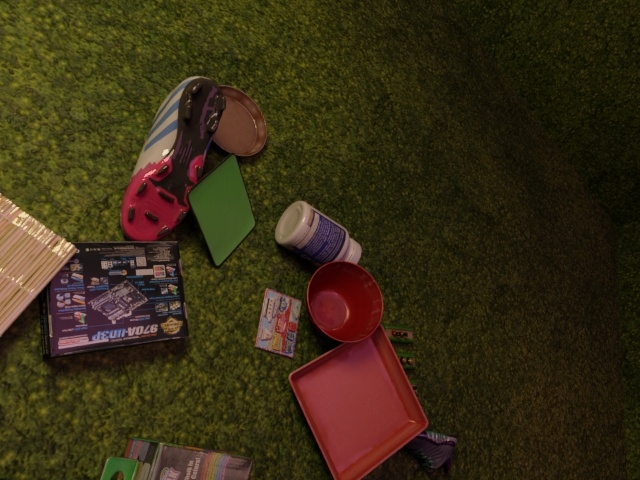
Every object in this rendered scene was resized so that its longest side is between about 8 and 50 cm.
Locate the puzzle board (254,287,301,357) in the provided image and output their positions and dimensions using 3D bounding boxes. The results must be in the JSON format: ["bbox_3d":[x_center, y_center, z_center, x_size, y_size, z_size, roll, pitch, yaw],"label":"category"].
[{"bbox_3d":[-0.087,0.176,0.999,0.096,0.011,0.128,26,59,-33],"label":"puzzle board"}]

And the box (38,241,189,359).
[{"bbox_3d":[-0.338,0.091,0.778,0.220,0.051,0.175,-1,76,-42],"label":"box"}]

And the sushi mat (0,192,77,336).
[{"bbox_3d":[-0.495,0.086,0.623,0.151,0.019,0.316,39,60,-16],"label":"sushi mat"}]

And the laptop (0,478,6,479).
[{"bbox_3d":[-0.353,0.372,0.541,0.137,0.234,0.264,-11,83,-42],"label":"laptop"}]

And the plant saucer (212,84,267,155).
[{"bbox_3d":[-0.196,-0.262,1.042,0.169,0.029,0.168,14,67,-37],"label":"plant saucer"}]

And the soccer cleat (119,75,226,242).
[{"bbox_3d":[-0.282,-0.152,0.883,0.116,0.143,0.331,29,81,-38],"label":"soccer cleat"}]

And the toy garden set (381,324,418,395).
[{"bbox_3d":[0.175,0.328,1.152,0.204,0.049,0.244,14,66,-38],"label":"toy garden set"}]

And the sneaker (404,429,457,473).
[{"bbox_3d":[0.260,0.517,1.142,0.224,0.083,0.098,25,65,-34],"label":"sneaker"}]

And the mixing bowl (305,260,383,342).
[{"bbox_3d":[0.037,0.145,1.045,0.182,0.098,0.181,9,66,-21],"label":"mixing bowl"}]

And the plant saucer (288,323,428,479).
[{"bbox_3d":[0.081,0.351,1.019,0.259,0.048,0.258,-23,86,-29],"label":"plant saucer"}]

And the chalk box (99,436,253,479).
[{"bbox_3d":[-0.236,0.380,0.715,0.213,0.132,0.132,27,60,-31],"label":"chalk box"}]

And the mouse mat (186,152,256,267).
[{"bbox_3d":[-0.189,-0.059,0.924,0.152,0.007,0.189,-53,146,-39],"label":"mouse mat"}]

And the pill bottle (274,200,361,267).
[{"bbox_3d":[0.000,0.000,1.068,0.187,0.112,0.111,32,57,-29],"label":"pill bottle"}]
